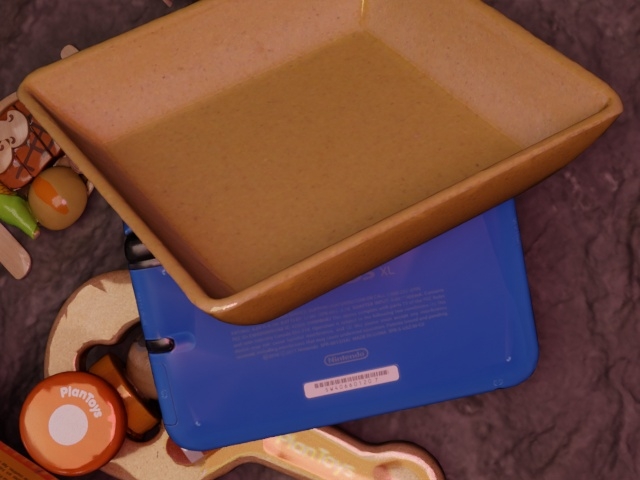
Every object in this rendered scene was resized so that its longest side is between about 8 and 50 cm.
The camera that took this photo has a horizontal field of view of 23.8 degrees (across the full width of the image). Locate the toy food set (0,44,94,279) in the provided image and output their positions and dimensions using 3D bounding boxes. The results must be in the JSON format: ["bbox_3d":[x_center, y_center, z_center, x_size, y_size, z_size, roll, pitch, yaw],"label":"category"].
[{"bbox_3d":[-0.249,-0.072,1.336,0.132,0.038,0.192,44,99,13],"label":"toy food set"}]

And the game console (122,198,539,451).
[{"bbox_3d":[0.000,0.000,1.200,0.293,0.173,0.250,-11,103,-1],"label":"game console"}]

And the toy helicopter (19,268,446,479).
[{"bbox_3d":[-0.053,0.130,1.247,0.355,0.140,0.235,25,86,5],"label":"toy helicopter"}]

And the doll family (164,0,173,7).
[{"bbox_3d":[-0.115,-0.288,1.292,0.111,0.076,0.193,-30,85,9],"label":"doll family"}]

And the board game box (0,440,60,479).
[{"bbox_3d":[-0.367,0.362,1.116,0.356,0.356,0.356,32,119,7],"label":"board game box"}]

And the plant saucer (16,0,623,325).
[{"bbox_3d":[-0.007,-0.077,1.107,0.332,0.081,0.333,-26,42,-19],"label":"plant saucer"}]
